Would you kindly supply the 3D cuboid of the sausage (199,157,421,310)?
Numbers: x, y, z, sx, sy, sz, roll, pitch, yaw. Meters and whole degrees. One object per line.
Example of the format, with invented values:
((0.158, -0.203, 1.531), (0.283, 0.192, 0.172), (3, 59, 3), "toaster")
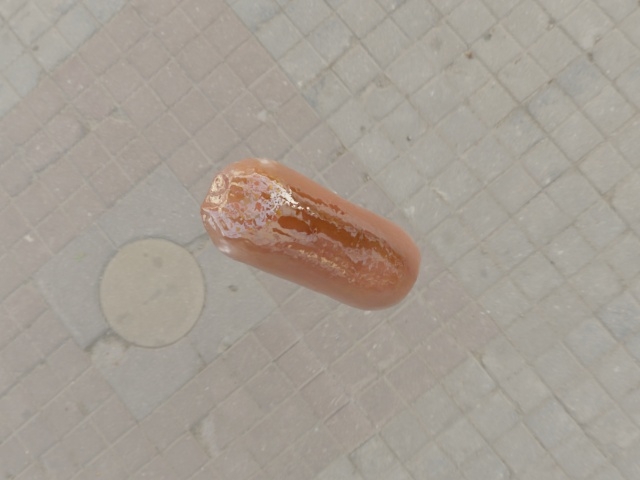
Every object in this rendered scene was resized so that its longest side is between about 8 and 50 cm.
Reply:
((0.000, 0.000, 0.473), (0.194, 0.077, 0.077), (26, 91, -35), "sausage")
